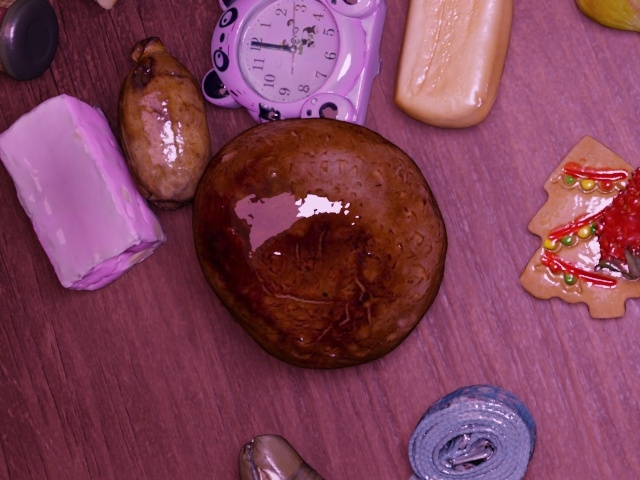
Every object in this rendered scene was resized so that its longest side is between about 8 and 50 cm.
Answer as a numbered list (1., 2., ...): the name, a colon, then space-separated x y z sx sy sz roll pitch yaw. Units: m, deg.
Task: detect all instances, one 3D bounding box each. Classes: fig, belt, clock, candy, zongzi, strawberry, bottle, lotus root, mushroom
1. fig: 0.401 -0.297 1.333 0.166 0.093 0.093 34 100 -11
2. belt: 0.199 0.263 1.365 0.163 0.082 0.148 5 100 16
3. clock: -0.040 -0.266 1.470 0.247 0.090 0.228 12 91 21
4. candy: -0.359 -0.071 1.561 0.155 0.116 0.265 -31 80 13
5. zongzi: -0.081 0.409 1.442 0.242 0.112 0.221 -42 77 14
6. strawberry: 0.430 -0.042 1.268 0.167 0.087 0.208 14 82 7
7. bottle: -0.552 -0.337 1.629 0.271 0.143 0.156 14 131 17
8. lotus root: -0.230 -0.173 1.506 0.145 0.128 0.260 -19 78 58
9. mushroom: 0.004 0.006 1.367 0.345 0.345 0.239 -43 34 13

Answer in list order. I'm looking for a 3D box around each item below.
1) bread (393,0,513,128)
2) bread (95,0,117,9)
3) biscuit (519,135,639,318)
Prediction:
1. bread: 0.180 -0.256 1.384 0.147 0.098 0.217 15 90 20
2. bread: -0.288 -0.485 1.545 0.152 0.130 0.268 38 99 21
3. biscuit: 0.357 -0.018 1.344 0.212 0.041 0.239 -7 86 20
